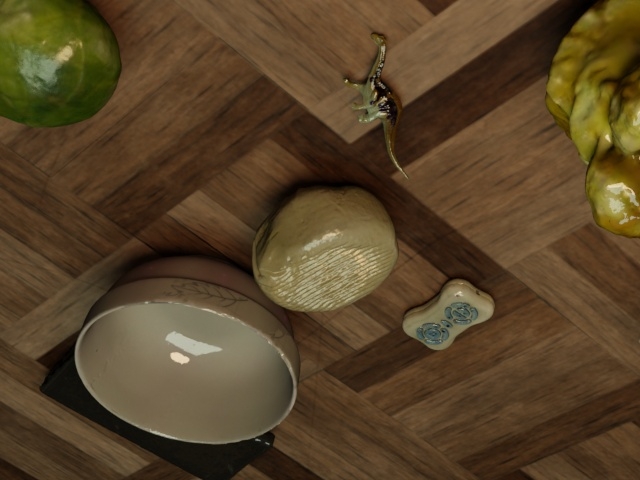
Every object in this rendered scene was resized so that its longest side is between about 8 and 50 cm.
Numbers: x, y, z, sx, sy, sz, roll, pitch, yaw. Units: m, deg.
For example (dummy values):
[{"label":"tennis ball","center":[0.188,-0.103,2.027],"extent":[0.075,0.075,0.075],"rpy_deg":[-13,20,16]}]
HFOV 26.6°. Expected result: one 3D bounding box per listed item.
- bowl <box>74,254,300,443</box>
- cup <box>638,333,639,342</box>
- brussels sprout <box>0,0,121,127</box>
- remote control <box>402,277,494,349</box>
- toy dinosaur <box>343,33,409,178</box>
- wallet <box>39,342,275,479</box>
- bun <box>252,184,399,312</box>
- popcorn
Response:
[{"label":"bowl","center":[-0.159,0.122,1.745],"extent":[0.287,0.144,0.287],"rpy_deg":[7,137,6]},{"label":"cup","center":[0.482,0.033,1.500],"extent":[0.299,0.167,0.173],"rpy_deg":[-38,111,10]},{"label":"brussels sprout","center":[-0.303,-0.197,1.443],"extent":[0.180,0.144,0.161],"rpy_deg":[15,163,31]},{"label":"remote control","center":[0.162,0.096,1.725],"extent":[0.074,0.032,0.122],"rpy_deg":[31,133,-19]},{"label":"toy dinosaur","center":[0.060,-0.145,1.490],"extent":[0.058,0.037,0.180],"rpy_deg":[0,135,19]},{"label":"wallet","center":[-0.235,0.246,1.970],"extent":[0.321,0.044,0.170],"rpy_deg":[33,133,-17]},{"label":"bun","center":[0.000,0.000,1.601],"extent":[0.173,0.113,0.166],"rpy_deg":[-11,143,-9]},{"label":"popcorn","center":[0.350,-0.116,1.298],"extent":[0.276,0.276,0.225],"rpy_deg":[-5,129,18]}]
